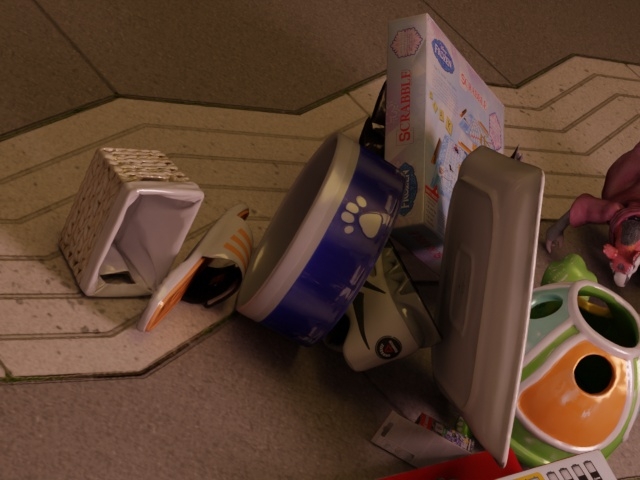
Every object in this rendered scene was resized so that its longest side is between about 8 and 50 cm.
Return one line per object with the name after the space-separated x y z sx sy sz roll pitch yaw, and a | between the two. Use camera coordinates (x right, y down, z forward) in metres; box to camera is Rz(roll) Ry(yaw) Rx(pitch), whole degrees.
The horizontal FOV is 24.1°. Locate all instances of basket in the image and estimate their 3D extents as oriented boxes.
-0.237 -0.025 1.838 0.113 0.167 0.103 1 38 -41 | basket

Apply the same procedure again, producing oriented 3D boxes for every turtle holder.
0.336 0.167 2.019 0.243 0.227 0.320 41 32 15 | turtle holder

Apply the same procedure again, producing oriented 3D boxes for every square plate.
0.194 0.065 1.843 0.049 0.347 0.344 6 8 -8 | square plate

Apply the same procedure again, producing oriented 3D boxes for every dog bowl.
0.000 0.000 1.917 0.104 0.265 0.265 30 31 -9 | dog bowl

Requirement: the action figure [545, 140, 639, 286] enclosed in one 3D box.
0.537 -0.016 2.439 0.248 0.276 0.370 42 18 5 | action figure

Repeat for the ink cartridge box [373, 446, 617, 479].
0.223 0.348 1.711 0.309 0.130 0.272 -6 60 -46 | ink cartridge box

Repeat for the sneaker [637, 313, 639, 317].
0.494 0.152 2.247 0.297 0.129 0.111 16 33 7 | sneaker

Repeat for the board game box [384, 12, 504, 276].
0.183 -0.112 2.156 0.318 0.066 0.318 38 49 -56 | board game box

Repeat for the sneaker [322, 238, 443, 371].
0.057 0.076 2.004 0.122 0.146 0.330 59 5 -16 | sneaker

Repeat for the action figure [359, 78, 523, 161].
0.212 -0.150 2.419 0.285 0.185 0.099 21 50 -8 | action figure

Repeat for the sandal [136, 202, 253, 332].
-0.143 0.052 1.888 0.076 0.102 0.265 35 40 2 | sandal

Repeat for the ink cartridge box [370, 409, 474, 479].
0.127 0.251 1.872 0.115 0.063 0.029 30 32 -5 | ink cartridge box
